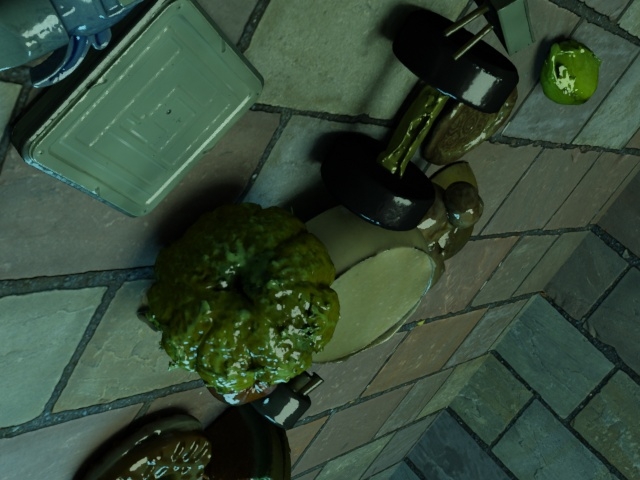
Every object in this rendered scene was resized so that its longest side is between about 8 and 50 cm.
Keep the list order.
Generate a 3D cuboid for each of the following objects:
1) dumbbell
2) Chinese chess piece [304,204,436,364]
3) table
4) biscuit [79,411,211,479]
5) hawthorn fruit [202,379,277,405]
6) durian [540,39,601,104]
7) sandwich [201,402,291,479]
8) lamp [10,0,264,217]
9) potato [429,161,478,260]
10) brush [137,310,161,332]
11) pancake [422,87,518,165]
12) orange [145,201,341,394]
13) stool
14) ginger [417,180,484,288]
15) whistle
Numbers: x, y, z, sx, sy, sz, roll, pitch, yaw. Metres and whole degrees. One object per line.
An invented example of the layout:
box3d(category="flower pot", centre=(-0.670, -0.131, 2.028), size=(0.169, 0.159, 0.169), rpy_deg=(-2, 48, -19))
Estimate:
box3d(category="dumbbell", centre=(0.156, -0.194, 1.348), size=(0.204, 0.204, 0.322), rpy_deg=(-7, 136, -52))
box3d(category="Chinese chess piece", centre=(0.049, 0.081, 1.510), size=(0.338, 0.140, 0.338), rpy_deg=(-24, 144, -19))
box3d(category="table", centre=(0.185, -0.363, 1.121), size=(0.111, 0.240, 0.121), rpy_deg=(-28, 155, 10))
box3d(category="biscuit", centre=(-0.370, 0.496, 1.706), size=(0.332, 0.103, 0.332), rpy_deg=(-34, 151, -22))
box3d(category="hawthorn fruit", centre=(-0.154, 0.228, 1.569), size=(0.173, 0.173, 0.173), rpy_deg=(-34, 152, -21))
box3d(category="durian", centre=(0.548, -0.368, 1.796), size=(0.250, 0.101, 0.139), rpy_deg=(-12, 104, -49))
box3d(category="sandwich", centre=(-0.171, 0.479, 1.860), size=(0.212, 0.292, 0.109), rpy_deg=(-10, 136, 14))
box3d(category="lamp", centre=(-0.214, -0.164, 1.024), size=(0.269, 0.047, 0.266), rpy_deg=(-46, 156, 3))
box3d(category="potato", centre=(0.277, -0.034, 1.878), size=(0.239, 0.116, 0.299), rpy_deg=(-12, 138, -42))
box3d(category="brush", centre=(-0.191, 0.123, 1.473), size=(0.321, 0.060, 0.050), rpy_deg=(-3, 119, -55))
box3d(category="pancake", centre=(0.307, -0.243, 1.668), size=(0.250, 0.031, 0.250), rpy_deg=(-33, 157, -16))
box3d(category="orange", centre=(-0.123, 0.081, 1.256), size=(0.301, 0.300, 0.223), rpy_deg=(-9, 172, -1))
box3d(category="stool", centre=(-0.091, 0.321, 1.839), size=(0.139, 0.153, 0.228), rpy_deg=(-49, -163, 1))
box3d(category="ginger", centre=(0.194, -0.019, 1.691), size=(0.245, 0.155, 0.304), rpy_deg=(16, 133, -17))
box3d(category="whistle", centre=(-0.259, -0.242, 0.811), size=(0.269, 0.093, 0.180), rpy_deg=(-31, 151, -14))
